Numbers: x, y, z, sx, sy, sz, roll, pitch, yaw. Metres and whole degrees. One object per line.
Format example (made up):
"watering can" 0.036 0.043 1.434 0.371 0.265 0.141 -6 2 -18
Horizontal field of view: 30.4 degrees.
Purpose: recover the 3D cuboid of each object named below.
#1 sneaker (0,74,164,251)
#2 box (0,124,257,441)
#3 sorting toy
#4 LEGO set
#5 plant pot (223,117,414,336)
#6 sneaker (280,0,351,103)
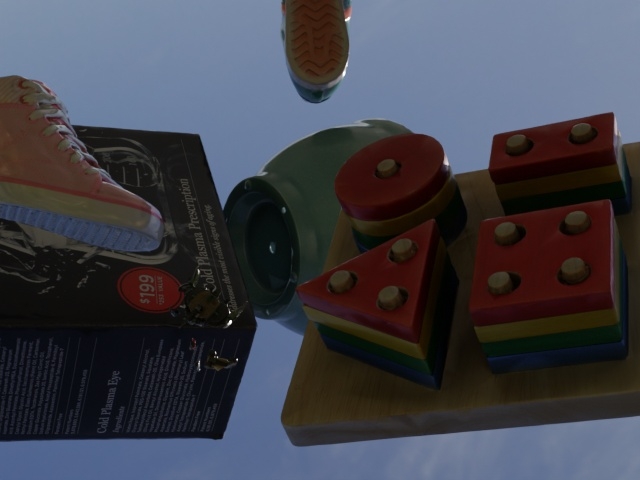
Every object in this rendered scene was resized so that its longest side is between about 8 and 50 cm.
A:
"sneaker" -0.125 -0.040 0.548 0.134 0.051 0.070 13 -105 24
"box" -0.267 0.038 1.294 0.312 0.179 0.343 1 -140 -21
"sorting toy" 0.104 0.009 0.837 0.255 0.089 0.257 -9 -142 22
"LEGO set" -0.082 0.059 0.840 0.054 0.023 0.083 10 -122 -3
"plant pot" 0.000 0.000 1.458 0.196 0.293 0.293 -8 -168 -37
"sneaker" -0.009 -0.326 1.560 0.108 0.302 0.121 5 165 -4
